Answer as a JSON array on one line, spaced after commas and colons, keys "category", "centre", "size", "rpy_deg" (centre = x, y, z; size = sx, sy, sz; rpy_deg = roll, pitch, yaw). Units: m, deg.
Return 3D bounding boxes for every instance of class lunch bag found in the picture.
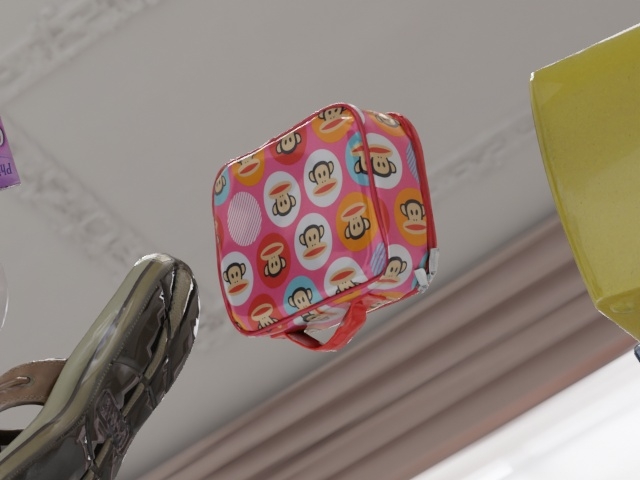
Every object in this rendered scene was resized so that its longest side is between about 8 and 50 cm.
[{"category": "lunch bag", "centre": [0.000, 0.000, 1.565], "size": [0.120, 0.293, 0.258], "rpy_deg": [4, -109, -43]}]

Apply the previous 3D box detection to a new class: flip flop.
[{"category": "flip flop", "centre": [-0.171, 0.111, 0.842], "size": [0.277, 0.080, 0.112], "rpy_deg": [-59, -25, -33]}]

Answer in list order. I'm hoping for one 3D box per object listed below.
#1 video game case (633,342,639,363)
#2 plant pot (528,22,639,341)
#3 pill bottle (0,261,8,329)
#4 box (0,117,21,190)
[{"category": "video game case", "centre": [0.280, 0.089, 0.608], "size": [0.196, 0.026, 0.274], "rpy_deg": [59, 149, 7]}, {"category": "plant pot", "centre": [0.282, -0.024, 0.919], "size": [0.212, 0.212, 0.187], "rpy_deg": [34, -130, -35]}, {"category": "pill bottle", "centre": [-0.524, 0.075, 1.508], "size": [0.224, 0.224, 0.392], "rpy_deg": [59, -167, 5]}, {"category": "box", "centre": [-0.424, -0.132, 1.225], "size": [0.117, 0.213, 0.243], "rpy_deg": [-32, -74, -70]}]
